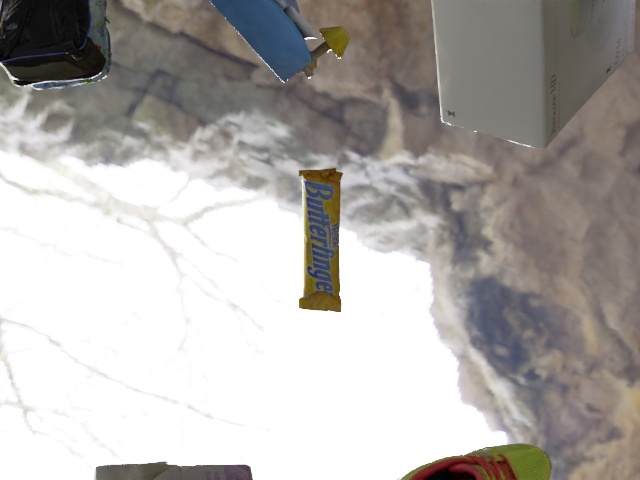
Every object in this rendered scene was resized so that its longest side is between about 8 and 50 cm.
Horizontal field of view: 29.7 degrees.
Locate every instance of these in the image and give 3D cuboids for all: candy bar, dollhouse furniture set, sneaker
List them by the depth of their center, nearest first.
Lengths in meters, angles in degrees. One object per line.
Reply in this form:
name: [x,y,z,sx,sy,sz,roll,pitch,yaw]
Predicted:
candy bar: [0.000,0.000,1.049,0.018,0.040,0.161,-80,172,-50]
sneaker: [0.140,0.231,1.109,0.081,0.209,0.094,64,-33,19]
dollhouse furniture set: [-0.054,-0.394,1.511,0.198,0.303,0.286,-36,-156,15]

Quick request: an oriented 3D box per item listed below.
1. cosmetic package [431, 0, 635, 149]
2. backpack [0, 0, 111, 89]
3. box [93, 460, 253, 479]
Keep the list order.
cosmetic package: [0.234,-0.259,1.301,0.138,0.224,0.225,21,-131,32]
backpack: [-0.250,-0.203,1.142,0.105,0.084,0.114,-7,-115,11]
box: [-0.032,0.182,0.335,0.324,0.063,0.067,-111,-155,-60]
